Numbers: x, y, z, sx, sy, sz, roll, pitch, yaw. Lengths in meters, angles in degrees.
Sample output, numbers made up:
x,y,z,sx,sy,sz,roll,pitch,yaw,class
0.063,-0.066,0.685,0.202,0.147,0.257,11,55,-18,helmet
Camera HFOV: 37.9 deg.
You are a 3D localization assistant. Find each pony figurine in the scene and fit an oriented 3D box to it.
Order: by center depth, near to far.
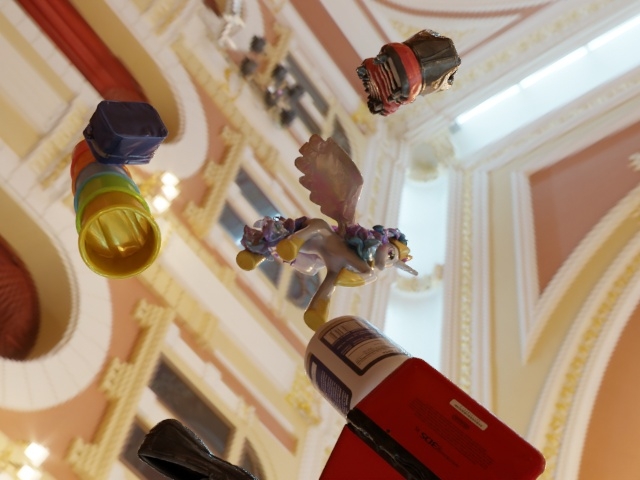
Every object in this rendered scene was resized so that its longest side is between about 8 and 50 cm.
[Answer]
x,y,z,sx,sy,sz,roll,pitch,yaw,class
0.000,0.000,1.874,0.363,0.351,0.303,-26,150,-55,pony figurine

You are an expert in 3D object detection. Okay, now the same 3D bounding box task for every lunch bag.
x,y,z,sx,sy,sz,roll,pitch,yaw,class
-0.254,-0.133,1.191,0.065,0.098,0.067,-51,-123,37,lunch bag

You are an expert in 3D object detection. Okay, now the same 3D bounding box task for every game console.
x,y,z,sx,sy,sz,roll,pitch,yaw,class
0.087,0.189,0.754,0.144,0.085,0.124,37,-120,27,game console

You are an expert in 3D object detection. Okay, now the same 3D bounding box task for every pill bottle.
x,y,z,sx,sy,sz,roll,pitch,yaw,class
0.058,0.149,0.947,0.094,0.094,0.169,-43,-148,-8,pill bottle

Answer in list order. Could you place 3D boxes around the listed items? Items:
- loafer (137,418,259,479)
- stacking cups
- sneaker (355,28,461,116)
x,y,z,sx,sy,sz,roll,pitch,yaw,class
-0.158,0.342,1.308,0.078,0.223,0.076,-50,174,-45,loafer
-0.268,-0.059,1.194,0.096,0.096,0.316,-38,-152,3,stacking cups
0.136,-0.256,1.422,0.135,0.098,0.276,-22,-175,-8,sneaker
